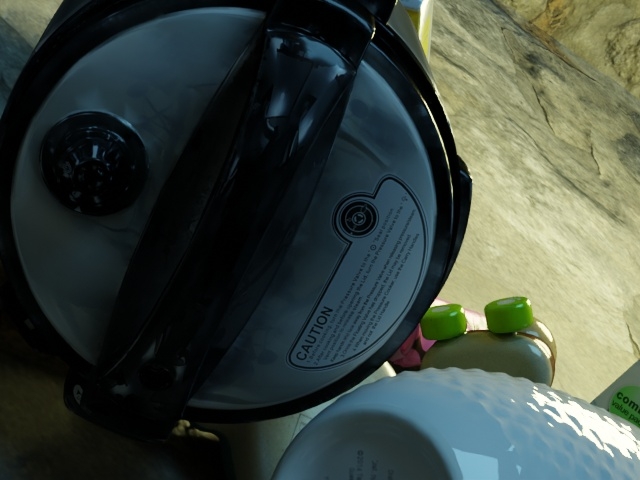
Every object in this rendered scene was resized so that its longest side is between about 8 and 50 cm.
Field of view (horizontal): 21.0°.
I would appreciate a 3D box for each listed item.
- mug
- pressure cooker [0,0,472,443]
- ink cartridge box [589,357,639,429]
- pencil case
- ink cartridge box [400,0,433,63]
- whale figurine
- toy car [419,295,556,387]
[{"bbox_3d":[0.100,0.281,1.331,0.276,0.374,0.328,12,-7,35],"label":"mug"},{"bbox_3d":[-0.077,-0.054,1.382,0.420,0.376,0.369,-94,167,-72],"label":"pressure cooker"},{"bbox_3d":[0.370,0.265,1.879,0.197,0.270,0.198,6,42,-56],"label":"ink cartridge box"},{"bbox_3d":[0.143,0.119,2.003,0.209,0.095,0.098,19,68,-43],"label":"pencil case"},{"bbox_3d":[-0.028,-0.198,1.929,0.304,0.307,0.072,17,48,15],"label":"ink cartridge box"},{"bbox_3d":[-0.029,0.200,1.536,0.216,0.141,0.272,25,48,-10],"label":"whale figurine"},{"bbox_3d":[0.204,0.129,1.939,0.188,0.149,0.155,-33,113,-66],"label":"toy car"}]
